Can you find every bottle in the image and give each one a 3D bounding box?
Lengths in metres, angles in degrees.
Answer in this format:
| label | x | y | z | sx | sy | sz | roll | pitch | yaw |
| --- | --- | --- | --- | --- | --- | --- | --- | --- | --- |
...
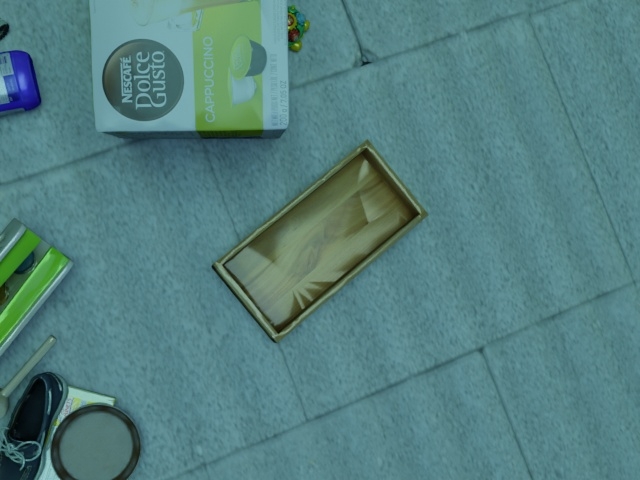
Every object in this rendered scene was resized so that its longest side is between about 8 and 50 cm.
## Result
| label | x | y | z | sx | sy | sz | roll | pitch | yaw |
| --- | --- | --- | --- | --- | --- | --- | --- | --- | --- |
| bottle | -0.692 | -0.288 | 1.637 | 0.282 | 0.092 | 0.118 | -14 | 86 | -11 |

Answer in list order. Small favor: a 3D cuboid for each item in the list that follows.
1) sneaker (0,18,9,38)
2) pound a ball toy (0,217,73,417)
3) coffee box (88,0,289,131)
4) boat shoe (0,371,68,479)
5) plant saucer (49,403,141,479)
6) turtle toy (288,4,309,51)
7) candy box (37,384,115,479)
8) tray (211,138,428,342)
| label | x | y | z | sx | sy | sz | roll | pitch | yaw |
| --- | --- | --- | --- | --- | --- | --- | --- | --- | --- |
| sneaker | -0.687 | -0.403 | 1.679 | 0.135 | 0.052 | 0.058 | -40 | 82 | -19 |
| pound a ball toy | -0.596 | 0.145 | 1.604 | 0.208 | 0.135 | 0.319 | 43 | 77 | -29 |
| coffee box | -0.233 | -0.360 | 1.564 | 0.334 | 0.338 | 0.338 | -1 | 95 | -5 |
| boat shoe | -0.550 | 0.368 | 1.580 | 0.095 | 0.079 | 0.255 | 23 | 84 | 14 |
| plant saucer | -0.426 | 0.395 | 1.614 | 0.168 | 0.029 | 0.168 | 2 | 83 | -12 |
| turtle toy | -0.077 | -0.438 | 1.779 | 0.095 | 0.066 | 0.130 | 21 | 80 | -7 |
| candy box | -0.475 | 0.390 | 1.633 | 0.105 | 0.027 | 0.206 | 17 | 81 | -6 |
| tray | 0.000 | 0.000 | 1.742 | 0.411 | 0.076 | 0.203 | -40 | 92 | -11 |
